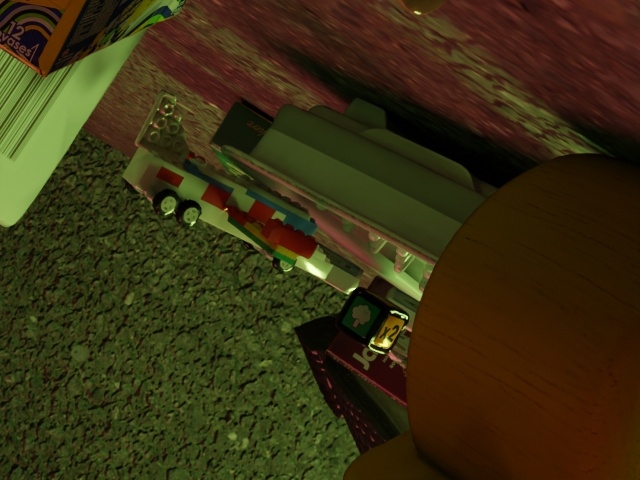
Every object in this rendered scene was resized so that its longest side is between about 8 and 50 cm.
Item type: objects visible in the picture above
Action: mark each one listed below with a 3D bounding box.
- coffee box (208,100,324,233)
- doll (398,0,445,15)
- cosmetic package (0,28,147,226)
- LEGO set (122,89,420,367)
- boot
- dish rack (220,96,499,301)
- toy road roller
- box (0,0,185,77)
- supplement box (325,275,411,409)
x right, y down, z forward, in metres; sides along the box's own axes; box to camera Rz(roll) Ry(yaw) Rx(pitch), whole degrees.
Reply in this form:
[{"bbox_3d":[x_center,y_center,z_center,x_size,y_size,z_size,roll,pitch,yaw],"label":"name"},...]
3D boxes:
[{"bbox_3d":[-0.023,-0.050,1.459,0.113,0.040,0.184,33,177,5],"label":"coffee box"},{"bbox_3d":[-0.035,-0.116,0.558,0.189,0.046,0.129,30,174,40],"label":"doll"},{"bbox_3d":[-0.306,-0.203,0.873,0.453,0.161,0.230,33,177,8],"label":"cosmetic package"},{"bbox_3d":[0.000,0.000,0.934,0.182,0.060,0.244,30,-175,3],"label":"LEGO set"},{"bbox_3d":[0.083,0.077,1.262,0.246,0.161,0.083,-126,12,-67],"label":"boot"},{"bbox_3d":[0.127,0.036,1.022,0.333,0.072,0.285,36,177,-41],"label":"dish rack"},{"bbox_3d":[0.081,0.115,0.713,0.202,0.329,0.240,26,136,59],"label":"toy road roller"},{"bbox_3d":[-0.079,-0.103,0.648,0.059,0.054,0.169,33,-164,1],"label":"box"},{"bbox_3d":[0.052,0.065,1.100,0.083,0.055,0.043,34,175,3],"label":"supplement box"}]
